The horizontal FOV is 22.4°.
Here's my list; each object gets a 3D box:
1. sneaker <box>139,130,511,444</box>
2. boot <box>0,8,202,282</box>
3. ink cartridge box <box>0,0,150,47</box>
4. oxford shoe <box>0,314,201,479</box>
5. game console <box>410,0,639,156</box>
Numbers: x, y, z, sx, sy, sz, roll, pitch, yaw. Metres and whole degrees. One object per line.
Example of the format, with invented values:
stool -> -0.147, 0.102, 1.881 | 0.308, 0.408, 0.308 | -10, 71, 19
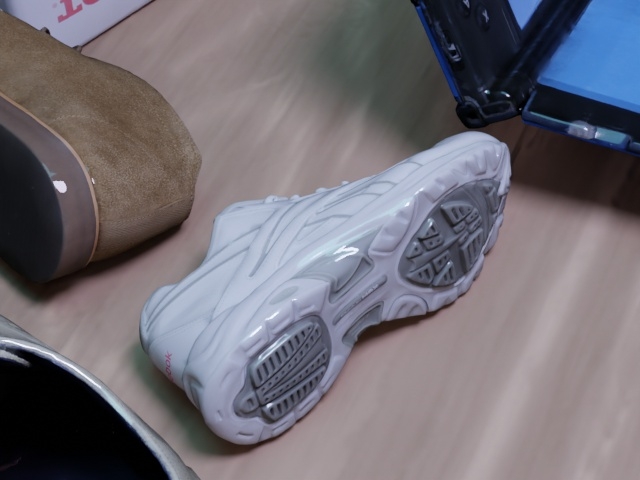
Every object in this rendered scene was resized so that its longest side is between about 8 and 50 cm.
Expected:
sneaker -> 0.000, 0.000, 0.843 | 0.232, 0.090, 0.115 | -34, 46, -28
boot -> -0.187, -0.088, 0.958 | 0.115, 0.112, 0.305 | -18, 48, -37
ink cartridge box -> -0.151, -0.339, 0.993 | 0.160, 0.385, 0.279 | 34, 57, 30
oxford shoe -> -0.165, 0.074, 0.738 | 0.397, 0.146, 0.140 | 29, 55, 31
game console -> 0.183, -0.185, 0.926 | 0.173, 0.250, 0.293 | -11, 25, 32
